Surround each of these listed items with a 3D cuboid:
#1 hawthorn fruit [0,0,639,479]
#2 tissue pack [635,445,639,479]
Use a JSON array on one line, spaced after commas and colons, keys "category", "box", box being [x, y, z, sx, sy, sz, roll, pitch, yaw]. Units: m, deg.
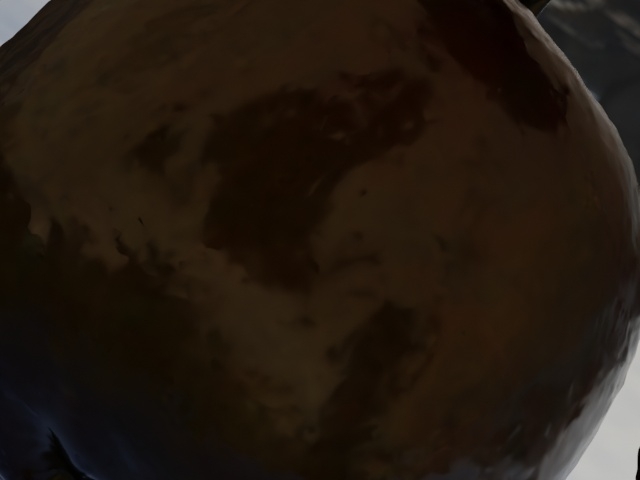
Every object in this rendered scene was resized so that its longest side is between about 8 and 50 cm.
[{"category": "hawthorn fruit", "box": [0.000, 0.000, 0.622, 0.268, 0.301, 0.268, 43, 166, 13]}, {"category": "tissue pack", "box": [0.136, 0.116, 0.270, 0.123, 0.332, 0.245, 11, 171, -20]}]
